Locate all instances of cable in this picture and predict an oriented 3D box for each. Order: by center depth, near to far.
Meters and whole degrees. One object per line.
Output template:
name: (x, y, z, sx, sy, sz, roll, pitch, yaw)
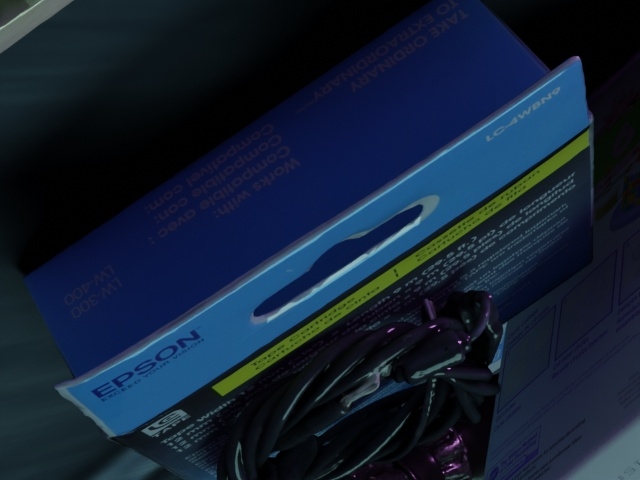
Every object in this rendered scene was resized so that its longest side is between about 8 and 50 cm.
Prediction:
cable: (0.018, 0.090, 0.931, 0.151, 0.047, 0.184, -29, 164, -15)

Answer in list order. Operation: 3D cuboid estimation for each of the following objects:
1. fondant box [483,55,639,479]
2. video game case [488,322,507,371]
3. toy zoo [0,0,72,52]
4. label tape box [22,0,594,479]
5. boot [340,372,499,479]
fondant box: (0.206, 0.013, 1.081, 0.238, 0.096, 0.330, -47, -160, 39)
video game case: (0.208, -0.012, 1.417, 0.244, 0.061, 0.269, -33, 165, -8)
toy zoo: (-0.072, -0.144, 0.474, 0.192, 0.030, 0.293, -35, 165, 6)
label tape box: (0.000, 0.000, 0.925, 0.249, 0.115, 0.347, -34, 163, -1)
boot: (0.102, 0.178, 1.524, 0.348, 0.131, 0.260, -21, 171, 23)
